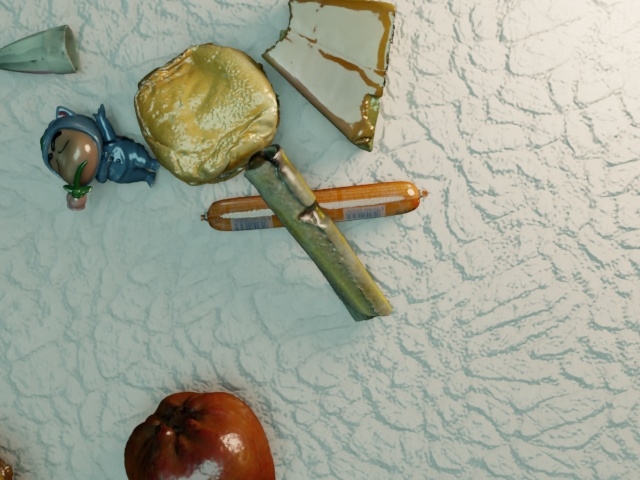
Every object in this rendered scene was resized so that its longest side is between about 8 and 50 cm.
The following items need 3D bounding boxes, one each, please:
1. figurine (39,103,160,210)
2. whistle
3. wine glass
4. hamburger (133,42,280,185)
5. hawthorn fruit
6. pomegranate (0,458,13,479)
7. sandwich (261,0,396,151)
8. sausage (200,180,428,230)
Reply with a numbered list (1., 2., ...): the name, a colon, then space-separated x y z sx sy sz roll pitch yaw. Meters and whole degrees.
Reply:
1. figurine: -0.329 -0.117 1.550 0.178 0.144 0.114 16 133 -13
2. whistle: 0.000 -0.001 1.556 0.068 0.057 0.326 -19 120 31
3. wine glass: -0.442 -0.274 1.563 0.155 0.073 0.073 -9 97 5
4. hamburger: -0.162 -0.187 1.540 0.214 0.108 0.213 0 87 -1
5. hawthorn fruit: -0.167 0.359 1.569 0.224 0.224 0.260 -27 112 4
6. pomegranate: -0.597 0.419 1.537 0.307 0.307 0.307 0 97 1
7. sandwich: 0.005 -0.248 1.542 0.186 0.108 0.220 7 100 0
8. sausage: -0.010 -0.051 1.592 0.348 0.053 0.053 -6 97 2
